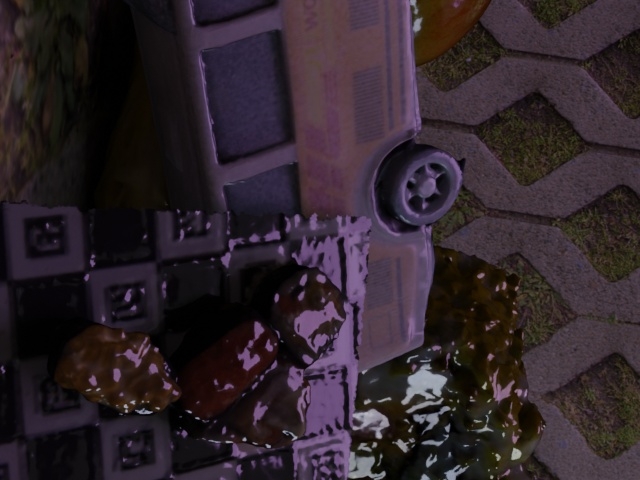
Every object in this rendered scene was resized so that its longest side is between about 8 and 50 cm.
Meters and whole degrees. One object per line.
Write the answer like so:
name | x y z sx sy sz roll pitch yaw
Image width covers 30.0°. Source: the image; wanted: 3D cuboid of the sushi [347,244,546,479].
sushi | 0.055 0.192 1.267 0.240 0.351 0.396 -77 176 -61

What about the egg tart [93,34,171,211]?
egg tart | -0.050 -0.056 0.744 0.319 0.128 0.319 9 90 -90

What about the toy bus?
toy bus | -0.019 -0.093 0.551 0.097 0.138 0.342 42 -34 53

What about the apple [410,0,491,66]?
apple | 0.066 -0.297 1.213 0.246 0.246 0.226 95 19 -52

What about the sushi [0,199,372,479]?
sushi | -0.055 0.056 0.493 0.031 0.201 0.139 14 -80 55

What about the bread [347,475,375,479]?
bread | -0.062 0.268 0.752 0.196 0.238 0.252 -36 -140 43
